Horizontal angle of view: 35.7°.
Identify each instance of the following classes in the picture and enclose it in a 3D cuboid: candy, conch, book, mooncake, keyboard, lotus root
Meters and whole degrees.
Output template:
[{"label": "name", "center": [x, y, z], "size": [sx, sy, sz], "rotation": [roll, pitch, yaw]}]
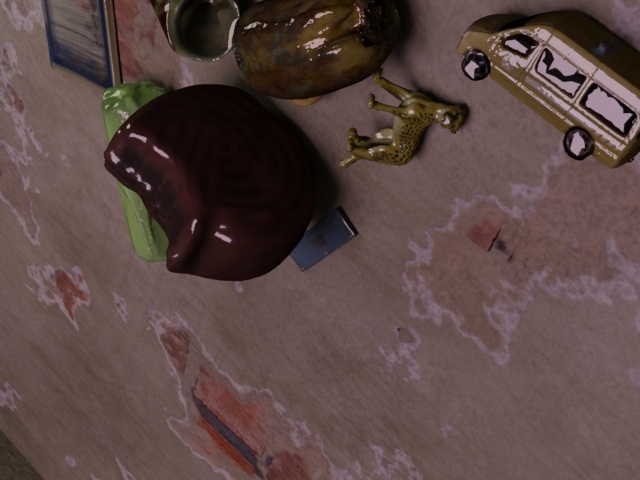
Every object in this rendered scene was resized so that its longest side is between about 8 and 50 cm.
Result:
[{"label": "candy", "center": [-0.330, -0.130, 1.870], "size": [0.142, 0.132, 0.344], "rotation": [10, 122, 25]}, {"label": "conch", "center": [-0.193, -0.398, 1.564], "size": [0.187, 0.124, 0.181], "rotation": [28, 127, -6]}, {"label": "book", "center": [-0.469, -0.450, 1.903], "size": [0.228, 0.018, 0.322], "rotation": [28, 132, 35]}, {"label": "mooncake", "center": [-0.176, -0.104, 1.584], "size": [0.174, 0.333, 0.326], "rotation": [126, 148, -48]}, {"label": "keyboard", "center": [-0.001, 0.001, 1.691], "size": [0.055, 0.014, 0.176], "rotation": [57, 142, 2]}, {"label": "lotus root", "center": [-0.009, -0.283, 1.404], "size": [0.275, 0.160, 0.152], "rotation": [0, 126, 44]}]

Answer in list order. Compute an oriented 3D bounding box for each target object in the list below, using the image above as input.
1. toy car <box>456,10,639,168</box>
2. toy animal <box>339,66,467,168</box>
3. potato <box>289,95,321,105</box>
[{"label": "toy car", "center": [0.289, -0.203, 1.179], "size": [0.256, 0.101, 0.124], "rotation": [42, 134, 18]}, {"label": "toy animal", "center": [0.114, -0.151, 1.420], "size": [0.136, 0.073, 0.181], "rotation": [20, 136, -6]}, {"label": "potato", "center": [-0.030, -0.240, 1.530], "size": [0.068, 0.062, 0.083], "rotation": [52, 177, -40]}]
